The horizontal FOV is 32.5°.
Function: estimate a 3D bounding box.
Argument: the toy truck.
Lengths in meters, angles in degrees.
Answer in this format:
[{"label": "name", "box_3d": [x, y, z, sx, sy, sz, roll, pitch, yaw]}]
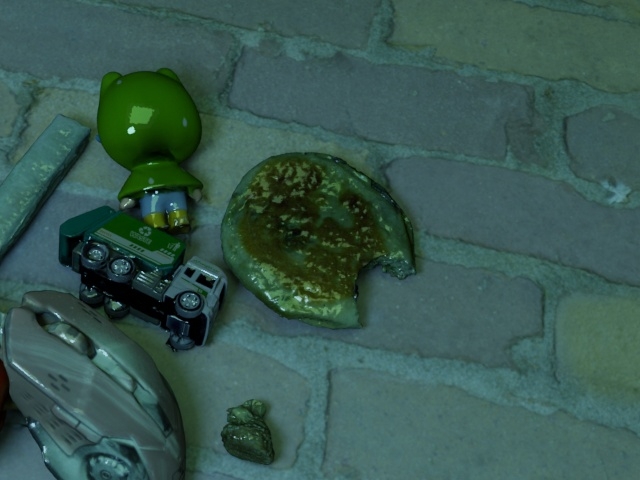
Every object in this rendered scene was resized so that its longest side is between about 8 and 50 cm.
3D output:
[{"label": "toy truck", "box_3d": [-0.255, 0.049, 1.555, 0.253, 0.114, 0.124, 24, 51, 6]}]

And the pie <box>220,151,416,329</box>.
[{"label": "pie", "box_3d": [-0.006, -0.005, 1.638, 0.302, 0.067, 0.303, 3, 61, -6]}]

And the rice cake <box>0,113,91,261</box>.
[{"label": "rice cake", "box_3d": [-0.449, -0.048, 1.605, 0.066, 0.063, 0.336, 28, 61, 4]}]

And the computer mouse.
[{"label": "computer mouse", "box_3d": [-0.281, 0.184, 1.378, 0.389, 0.115, 0.199, 55, 27, -17]}]

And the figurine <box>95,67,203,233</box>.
[{"label": "figurine", "box_3d": [-0.250, -0.135, 1.642, 0.162, 0.143, 0.263, -9, 75, -16]}]

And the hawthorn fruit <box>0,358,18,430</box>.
[{"label": "hawthorn fruit", "box_3d": [-0.510, 0.171, 1.371, 0.262, 0.258, 0.258, 41, 64, 8]}]

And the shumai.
[{"label": "shumai", "box_3d": [-0.091, 0.254, 1.486, 0.083, 0.082, 0.080, 30, 59, -15]}]
